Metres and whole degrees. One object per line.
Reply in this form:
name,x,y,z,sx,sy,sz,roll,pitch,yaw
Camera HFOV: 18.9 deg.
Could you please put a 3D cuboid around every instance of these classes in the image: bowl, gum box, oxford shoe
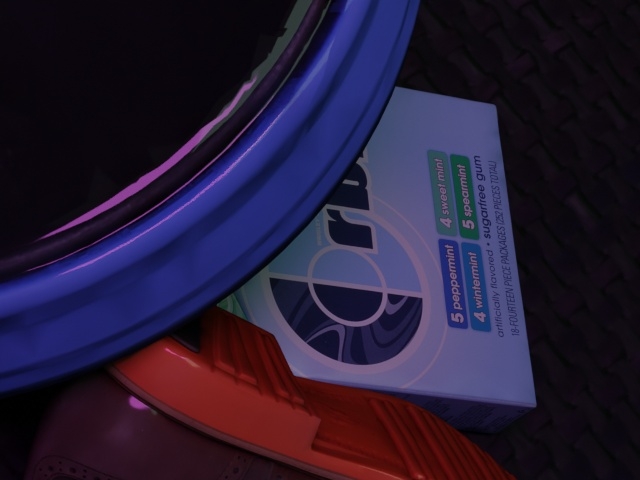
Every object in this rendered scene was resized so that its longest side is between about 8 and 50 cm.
bowl,-0.155,-0.134,0.708,0.391,0.077,0.391,0,73,1
gum box,0.000,0.000,0.858,0.184,0.041,0.157,8,61,-26
oxford shoe,0.007,0.115,0.780,0.271,0.098,0.097,31,12,-20
